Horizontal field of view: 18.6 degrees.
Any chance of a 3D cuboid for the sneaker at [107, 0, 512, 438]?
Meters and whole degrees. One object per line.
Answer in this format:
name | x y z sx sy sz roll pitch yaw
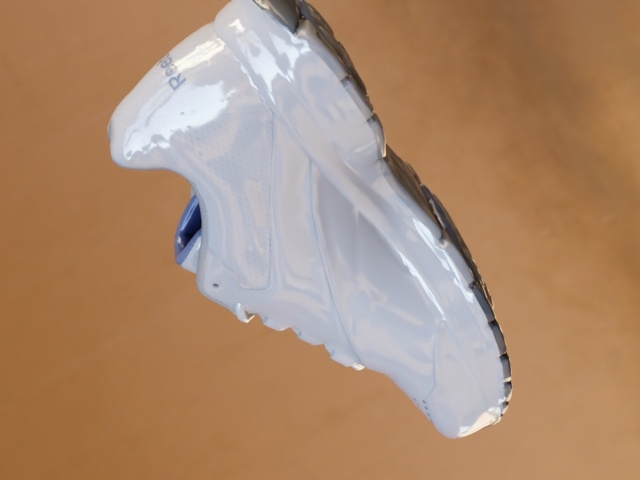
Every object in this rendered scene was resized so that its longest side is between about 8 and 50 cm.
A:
sneaker | 0.000 0.000 1.009 0.297 0.129 0.111 55 -175 -30
